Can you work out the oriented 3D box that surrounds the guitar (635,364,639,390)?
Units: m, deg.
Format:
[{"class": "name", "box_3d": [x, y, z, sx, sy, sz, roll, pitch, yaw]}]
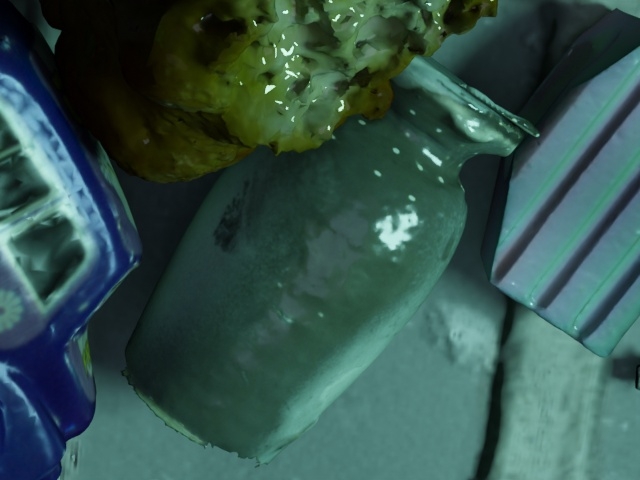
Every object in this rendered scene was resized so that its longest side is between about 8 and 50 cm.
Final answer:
[{"class": "guitar", "box_3d": [0.275, 0.068, 0.960, 0.233, 0.025, 0.088, -1, 106, -2]}]

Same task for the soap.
[{"class": "soap", "box_3d": [0.137, -0.032, 0.904, 0.100, 0.056, 0.149, 32, 105, -15]}]

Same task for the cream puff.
[{"class": "cream puff", "box_3d": [-0.020, -0.154, 0.757, 0.155, 0.269, 0.241, 1, 80, -43]}]

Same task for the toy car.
[{"class": "toy car", "box_3d": [-0.164, 0.001, 0.850, 0.158, 0.172, 0.235, -25, 113, -4]}]

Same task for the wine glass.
[{"class": "wine glass", "box_3d": [0.000, 0.000, 0.879, 0.111, 0.111, 0.204, 34, 100, -13]}]
